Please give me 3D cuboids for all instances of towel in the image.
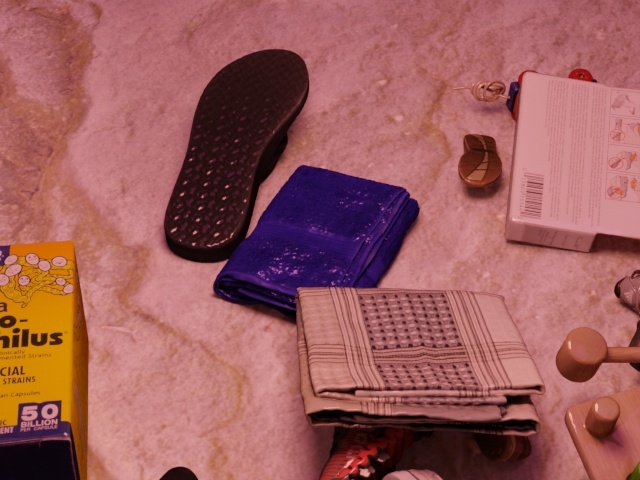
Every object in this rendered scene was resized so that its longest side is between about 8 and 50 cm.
[{"bbox_3d":[0.124,0.147,1.854,0.312,0.056,0.324,3,28,-7],"label":"towel"},{"bbox_3d":[0.000,0.000,2.126,0.228,0.076,0.308,18,44,17],"label":"towel"}]

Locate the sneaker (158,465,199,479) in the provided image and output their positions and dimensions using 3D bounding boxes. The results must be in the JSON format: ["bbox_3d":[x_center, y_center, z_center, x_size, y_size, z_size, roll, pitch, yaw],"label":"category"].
[{"bbox_3d":[-0.194,0.340,1.708,0.079,0.121,0.217,10,43,8],"label":"sneaker"}]

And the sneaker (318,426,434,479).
[{"bbox_3d":[0.054,0.256,1.826,0.135,0.097,0.276,23,44,22],"label":"sneaker"}]

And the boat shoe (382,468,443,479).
[{"bbox_3d":[0.178,0.381,1.699,0.088,0.096,0.267,-8,37,-37],"label":"boat shoe"}]

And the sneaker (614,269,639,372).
[{"bbox_3d":[0.472,0.109,2.021,0.132,0.086,0.229,26,37,32],"label":"sneaker"}]

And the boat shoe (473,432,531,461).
[{"bbox_3d":[0.230,0.232,1.892,0.060,0.064,0.178,13,34,-35],"label":"boat shoe"}]

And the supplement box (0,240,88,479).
[{"bbox_3d":[-0.410,0.191,1.815,0.194,0.195,0.356,-4,42,-6],"label":"supplement box"}]

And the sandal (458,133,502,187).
[{"bbox_3d":[0.261,-0.124,2.297,0.072,0.049,0.180,9,28,1],"label":"sandal"}]

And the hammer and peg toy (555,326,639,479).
[{"bbox_3d":[0.456,0.243,1.757,0.266,0.127,0.361,-13,59,-10],"label":"hammer and peg toy"}]

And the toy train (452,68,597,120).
[{"bbox_3d":[0.354,-0.205,2.356,0.248,0.105,0.143,-2,55,-4],"label":"toy train"}]

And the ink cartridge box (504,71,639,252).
[{"bbox_3d":[0.437,-0.120,2.218,0.261,0.066,0.296,9,59,3],"label":"ink cartridge box"}]

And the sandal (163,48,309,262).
[{"bbox_3d":[-0.142,-0.138,2.275,0.167,0.107,0.445,14,56,12],"label":"sandal"}]
